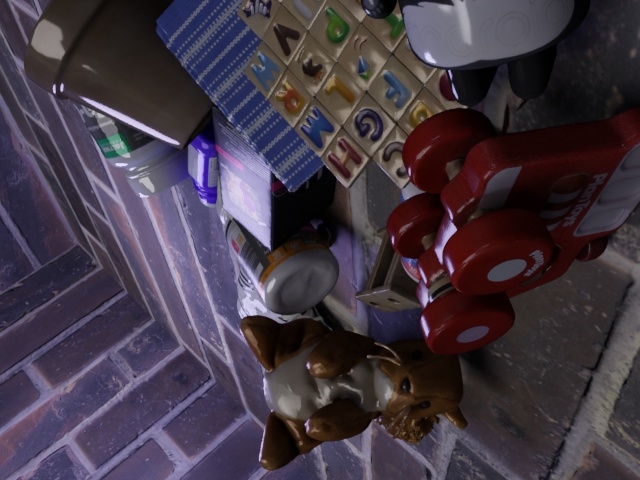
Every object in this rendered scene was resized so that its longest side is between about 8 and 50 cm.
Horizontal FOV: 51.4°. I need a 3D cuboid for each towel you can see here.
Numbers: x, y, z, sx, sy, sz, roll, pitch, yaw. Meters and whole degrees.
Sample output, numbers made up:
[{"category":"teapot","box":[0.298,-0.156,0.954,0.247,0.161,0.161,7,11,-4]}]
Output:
[{"category":"towel","box":[-0.060,-0.266,0.930,0.243,0.040,0.336,-41,83,21]}]

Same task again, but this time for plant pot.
[{"category":"plant pot","box":[-0.295,-0.320,1.166,0.280,0.323,0.323,38,157,-9]}]

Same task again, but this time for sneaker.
[{"category":"sneaker","box":[-0.057,0.200,1.551,0.447,0.169,0.257,42,155,27]},{"category":"sneaker","box":[0.000,0.000,1.347,0.031,0.035,0.083,37,151,27]}]

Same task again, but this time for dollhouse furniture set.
[{"category":"dollhouse furniture set","box":[0.176,0.067,1.079,0.183,0.129,0.129,27,161,-17]}]

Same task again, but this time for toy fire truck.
[{"category":"toy fire truck","box":[0.221,-0.012,0.720,0.302,0.254,0.169,95,163,-54]}]

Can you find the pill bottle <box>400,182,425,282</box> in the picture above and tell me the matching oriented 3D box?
[{"category":"pill bottle","box":[0.169,-0.046,0.893,0.124,0.124,0.221,35,150,32]}]

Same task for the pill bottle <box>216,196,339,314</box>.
[{"category":"pill bottle","box":[-0.094,0.000,1.314,0.278,0.162,0.162,53,160,36]}]

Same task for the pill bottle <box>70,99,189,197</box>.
[{"category":"pill bottle","box":[-0.427,-0.292,1.491,0.204,0.204,0.361,11,133,55]}]

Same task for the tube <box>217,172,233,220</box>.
[{"category":"tube","box":[-0.160,-0.162,1.256,0.062,0.070,0.240,20,119,7]}]

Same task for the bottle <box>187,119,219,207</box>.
[{"category":"bottle","box":[-0.224,-0.166,1.414,0.092,0.118,0.283,45,155,11]}]

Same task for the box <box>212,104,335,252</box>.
[{"category":"box","box":[-0.071,-0.136,1.134,0.143,0.165,0.270,40,153,20]}]

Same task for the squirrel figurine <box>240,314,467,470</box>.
[{"category":"squirrel figurine","box":[0.105,0.263,1.264,0.370,0.397,0.281,-15,72,27]}]

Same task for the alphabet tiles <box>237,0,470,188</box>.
[{"category":"alphabet tiles","box":[0.037,-0.242,0.815,0.342,0.011,0.285,49,126,16]}]

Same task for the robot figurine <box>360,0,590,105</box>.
[{"category":"robot figurine","box":[0.145,-0.266,0.595,0.173,0.209,0.278,-119,6,-58]}]
